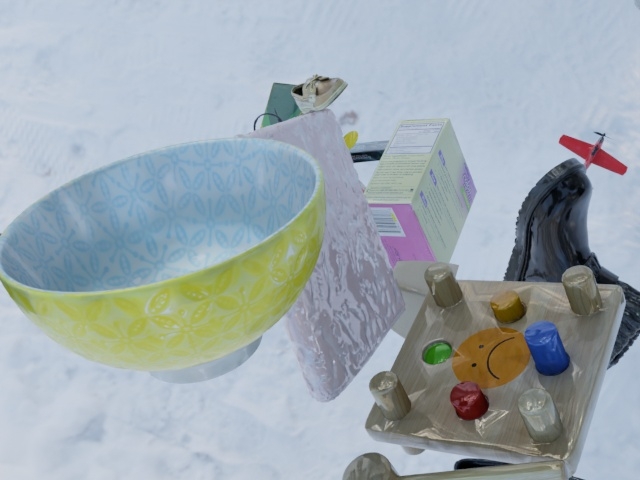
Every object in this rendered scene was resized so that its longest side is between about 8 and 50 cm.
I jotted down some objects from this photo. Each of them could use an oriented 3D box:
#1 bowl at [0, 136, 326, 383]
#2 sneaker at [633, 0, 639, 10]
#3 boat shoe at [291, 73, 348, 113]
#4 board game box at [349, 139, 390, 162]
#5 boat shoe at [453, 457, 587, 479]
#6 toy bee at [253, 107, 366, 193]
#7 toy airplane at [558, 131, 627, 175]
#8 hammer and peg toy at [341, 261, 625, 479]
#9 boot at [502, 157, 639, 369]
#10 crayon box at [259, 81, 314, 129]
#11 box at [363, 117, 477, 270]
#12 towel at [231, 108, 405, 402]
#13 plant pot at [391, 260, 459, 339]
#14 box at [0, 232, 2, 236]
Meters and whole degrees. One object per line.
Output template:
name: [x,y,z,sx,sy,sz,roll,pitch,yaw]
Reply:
bowl: [-0.125,0.034,0.777,0.290,0.289,0.156,3,122,26]
sneaker: [0.604,-0.427,1.343,0.121,0.079,0.217,-56,21,-17]
boat shoe: [-0.007,-0.222,1.279,0.045,0.135,0.050,46,68,-17]
board game box: [0.144,-0.208,1.973,0.186,0.126,0.026,-4,106,6]
boat shoe: [0.407,0.478,1.663,0.340,0.127,0.113,0,122,43]
toy bee: [-0.004,-0.191,1.891,0.195,0.162,0.298,-27,109,7]
toy airplane: [0.540,-0.158,1.737,0.151,0.028,0.151,-2,75,7]
hammer and peg toy: [0.190,0.183,0.978,0.266,0.361,0.127,0,133,35]
boot: [0.474,0.045,1.507,0.260,0.131,0.347,43,150,33]
crayon box: [-0.084,-0.190,2.071,0.083,0.203,0.322,11,79,23]
box: [0.204,-0.088,1.737,0.117,0.213,0.243,3,50,33]
towel: [0.000,0.000,1.125,0.054,0.317,0.331,-18,98,24]
plant pot: [0.151,0.092,1.352,0.096,0.109,0.109,19,124,9]
box: [-0.405,0.070,0.804,0.108,0.153,0.207,-56,24,34]
